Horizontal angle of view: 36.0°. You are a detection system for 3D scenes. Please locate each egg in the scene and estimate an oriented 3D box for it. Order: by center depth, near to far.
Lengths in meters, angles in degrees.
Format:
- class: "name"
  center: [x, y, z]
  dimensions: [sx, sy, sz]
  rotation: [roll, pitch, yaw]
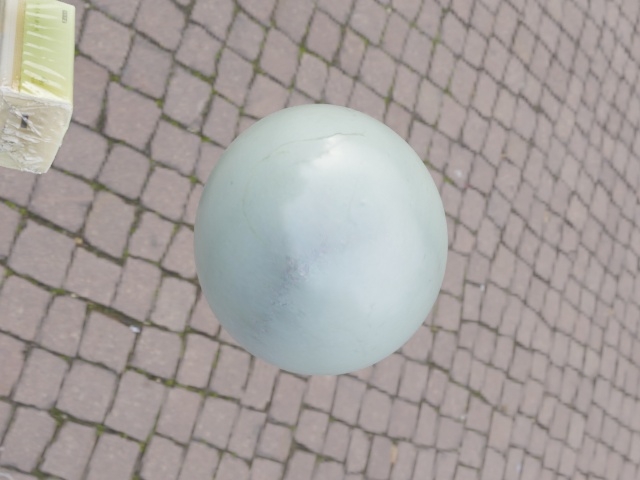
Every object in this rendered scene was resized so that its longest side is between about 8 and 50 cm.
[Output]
- class: "egg"
  center: [0.000, 0.000, 0.701]
  dimensions: [0.264, 0.182, 0.183]
  rotation: [87, 22, -72]

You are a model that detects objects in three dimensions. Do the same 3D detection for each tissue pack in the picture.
- class: "tissue pack"
  center: [-0.444, -0.240, 1.487]
  dimensions: [0.125, 0.159, 0.234]
  rotation: [11, 47, -24]
